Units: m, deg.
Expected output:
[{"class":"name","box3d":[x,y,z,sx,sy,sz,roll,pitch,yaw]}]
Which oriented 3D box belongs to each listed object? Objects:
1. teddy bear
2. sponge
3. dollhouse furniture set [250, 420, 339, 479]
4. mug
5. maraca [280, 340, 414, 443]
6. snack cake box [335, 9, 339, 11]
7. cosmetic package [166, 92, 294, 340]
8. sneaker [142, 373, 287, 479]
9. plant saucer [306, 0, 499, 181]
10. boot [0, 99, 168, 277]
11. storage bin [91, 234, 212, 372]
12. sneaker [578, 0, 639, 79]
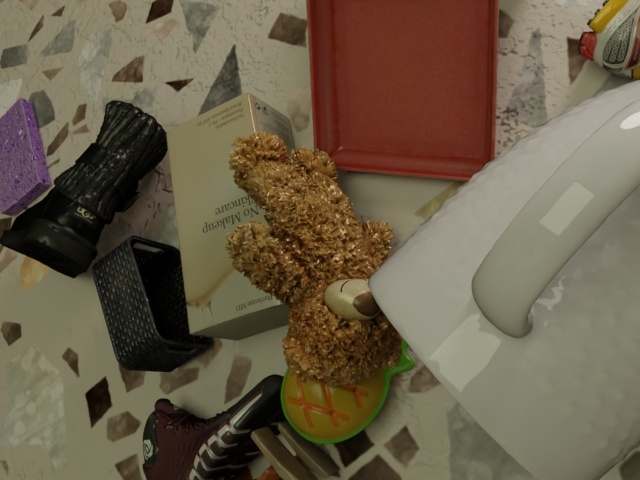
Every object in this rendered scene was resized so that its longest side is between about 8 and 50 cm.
[{"class":"teddy bear","box3d":[0.000,0.000,0.802,0.113,0.245,0.338,-38,38,29]},{"class":"sponge","box3d":[-0.596,-0.165,1.325,0.117,0.031,0.210,-32,65,21]},{"class":"dollhouse furniture set","box3d":[-0.142,0.334,0.804,0.135,0.259,0.262,43,100,21]},{"class":"mug","box3d":[0.235,0.011,0.588,0.328,0.374,0.276,-45,63,7]},{"class":"maraca","box3d":[0.032,0.166,0.836,0.185,0.099,0.127,-44,69,-2]},{"class":"snack cake box","box3d":[0.146,-0.396,0.901,0.264,0.089,0.152,-14,71,28]},{"class":"cosmetic package","box3d":[-0.111,-0.030,0.957,0.160,0.113,0.310,-21,68,25]},{"class":"sneaker","box3d":[-0.165,0.253,0.929,0.281,0.106,0.162,-51,56,12]},{"class":"plant saucer","box3d":[0.105,-0.213,0.856,0.259,0.047,0.259,9,111,31]},{"class":"boot","box3d":[-0.386,-0.077,1.113,0.347,0.131,0.260,-3,57,54]},{"class":"storage bin","box3d":[-0.251,0.095,1.003,0.084,0.122,0.180,-35,63,20]},{"class":"sneaker","box3d":[0.393,-0.274,0.738,0.093,0.088,0.225,45,108,20]}]
